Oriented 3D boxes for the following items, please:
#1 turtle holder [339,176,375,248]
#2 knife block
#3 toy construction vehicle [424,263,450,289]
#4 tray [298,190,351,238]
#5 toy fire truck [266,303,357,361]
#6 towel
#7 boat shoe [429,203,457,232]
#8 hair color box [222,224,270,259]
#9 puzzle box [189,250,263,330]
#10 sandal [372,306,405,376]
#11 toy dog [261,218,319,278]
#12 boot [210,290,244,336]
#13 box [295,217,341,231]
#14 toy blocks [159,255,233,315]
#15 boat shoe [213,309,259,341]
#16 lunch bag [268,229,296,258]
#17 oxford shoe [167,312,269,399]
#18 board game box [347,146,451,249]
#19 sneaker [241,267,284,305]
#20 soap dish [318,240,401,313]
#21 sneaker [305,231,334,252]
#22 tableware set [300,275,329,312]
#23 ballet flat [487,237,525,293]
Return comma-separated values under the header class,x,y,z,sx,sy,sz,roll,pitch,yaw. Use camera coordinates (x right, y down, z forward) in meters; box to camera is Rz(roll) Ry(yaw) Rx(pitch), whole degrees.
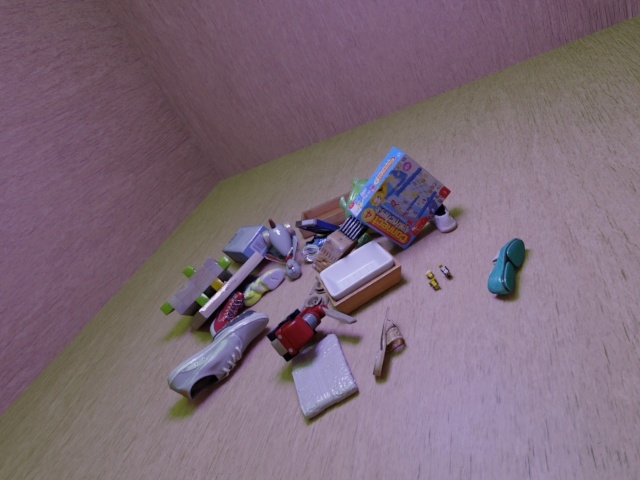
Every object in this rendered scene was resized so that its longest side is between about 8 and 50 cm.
class,x,y,z,sx,sy,sz,roll,pitch,yaw
turtle holder,0.226,-0.137,1.953,0.227,0.243,0.320,13,38,32
knife block,0.102,0.011,1.821,0.242,0.088,0.276,-32,-24,-49
toy construction vehicle,0.419,0.128,1.517,0.086,0.035,0.098,-39,23,6
tray,0.087,-0.158,2.318,0.411,0.076,0.203,-22,27,15
toy fire truck,-0.025,0.296,1.472,0.246,0.158,0.217,-41,-4,30
towel,0.004,0.428,1.391,0.187,0.049,0.282,-31,26,0
boat shoe,0.491,-0.132,1.823,0.098,0.096,0.277,-30,26,0
hair color box,-0.397,0.023,2.347,0.185,0.113,0.374,-55,23,-17
puzzle box,-0.452,0.242,2.057,0.409,0.052,0.272,-49,3,-34
sandal,0.226,0.324,1.345,0.079,0.088,0.240,12,47,11
toy dog,-0.181,0.014,2.058,0.220,0.161,0.333,-44,53,-11
boot,-0.400,0.323,1.885,0.176,0.088,0.244,-52,20,16
box,0.001,-0.065,2.142,0.136,0.225,0.036,-6,76,44
toy blocks,-0.586,0.240,2.138,0.381,0.191,0.261,-47,-9,-9
boat shoe,-0.358,0.367,1.802,0.228,0.081,0.068,-27,34,-34
lunch bag,-0.197,0.017,2.277,0.129,0.096,0.151,-21,37,19
oxford shoe,-0.370,0.450,1.661,0.449,0.169,0.130,-36,60,-26
board game box,0.316,-0.160,1.701,0.302,0.308,0.086,-54,32,11
sneaker,-0.289,0.206,2.043,0.240,0.091,0.126,-38,26,-13
soap dish,0.155,0.142,1.662,0.291,0.118,0.229,-31,26,-2
sneaker,0.000,0.000,2.126,0.162,0.073,0.063,-29,26,2
tableware set,-0.012,0.218,1.789,0.128,0.039,0.194,-11,32,34
ballet flat,0.587,0.080,1.373,0.087,0.083,0.247,-23,21,47
